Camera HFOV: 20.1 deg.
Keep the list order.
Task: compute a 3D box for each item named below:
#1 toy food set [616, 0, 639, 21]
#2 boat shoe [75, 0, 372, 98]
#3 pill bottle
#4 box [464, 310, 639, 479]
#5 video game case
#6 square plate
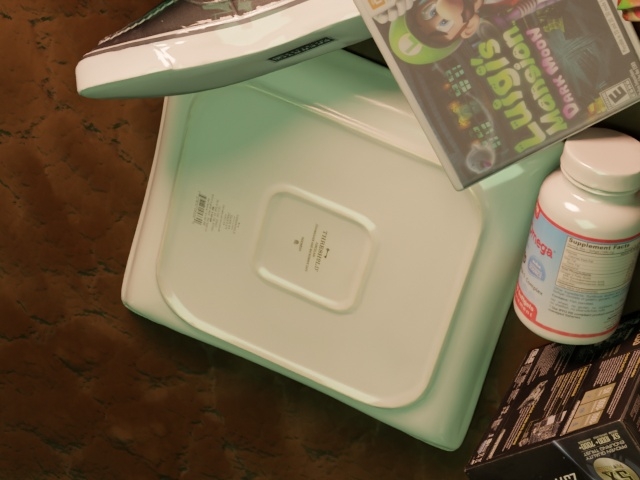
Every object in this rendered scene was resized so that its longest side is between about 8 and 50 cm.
[{"bbox_3d":[0.261,-0.134,1.249,0.128,0.071,0.218,22,165,38],"label":"toy food set"},{"bbox_3d":[-0.057,-0.186,1.392,0.301,0.108,0.102,-16,83,21],"label":"boat shoe"},{"bbox_3d":[0.207,-0.004,1.410,0.087,0.087,0.160,18,125,14],"label":"pill bottle"},{"bbox_3d":[0.217,0.142,1.439,0.147,0.180,0.077,-24,106,33],"label":"box"},{"bbox_3d":[0.137,-0.148,1.327,0.173,0.022,0.190,-27,120,8],"label":"video game case"},{"bbox_3d":[0.000,0.000,1.534,0.344,0.049,0.347,23,127,10],"label":"square plate"}]
